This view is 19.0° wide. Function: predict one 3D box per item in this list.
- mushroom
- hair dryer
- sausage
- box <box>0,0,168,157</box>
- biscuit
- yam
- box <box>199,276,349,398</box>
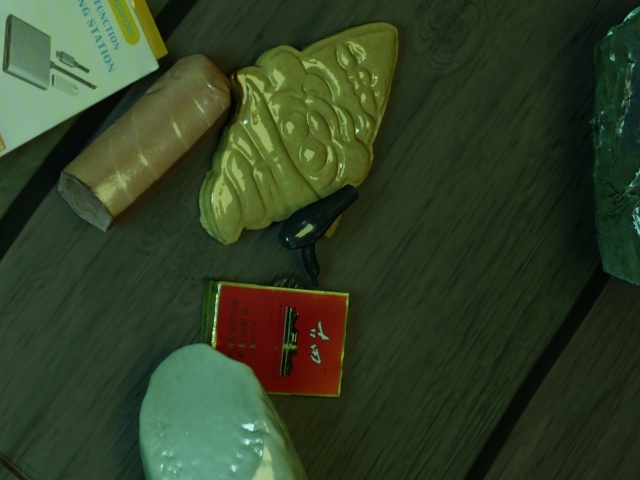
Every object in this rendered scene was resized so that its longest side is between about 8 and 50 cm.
[{"bbox_3d":[-0.058,0.251,1.502,0.128,0.128,0.350,-20,107,-33],"label":"mushroom"},{"bbox_3d":[0.000,0.000,1.572,0.079,0.031,0.083,-35,143,-27],"label":"hair dryer"},{"bbox_3d":[-0.127,-0.083,1.476,0.169,0.065,0.065,-47,117,-24],"label":"sausage"},{"bbox_3d":[-0.225,-0.142,1.417,0.247,0.033,0.129,-34,110,-29],"label":"box"},{"bbox_3d":[-0.011,-0.094,1.576,0.250,0.035,0.162,-52,123,-24],"label":"biscuit"},{"bbox_3d":[0.341,-0.090,1.724,0.201,0.202,0.271,3,96,0],"label":"yam"},{"bbox_3d":[-0.039,0.081,1.567,0.133,0.023,0.090,8,90,-35],"label":"box"}]
